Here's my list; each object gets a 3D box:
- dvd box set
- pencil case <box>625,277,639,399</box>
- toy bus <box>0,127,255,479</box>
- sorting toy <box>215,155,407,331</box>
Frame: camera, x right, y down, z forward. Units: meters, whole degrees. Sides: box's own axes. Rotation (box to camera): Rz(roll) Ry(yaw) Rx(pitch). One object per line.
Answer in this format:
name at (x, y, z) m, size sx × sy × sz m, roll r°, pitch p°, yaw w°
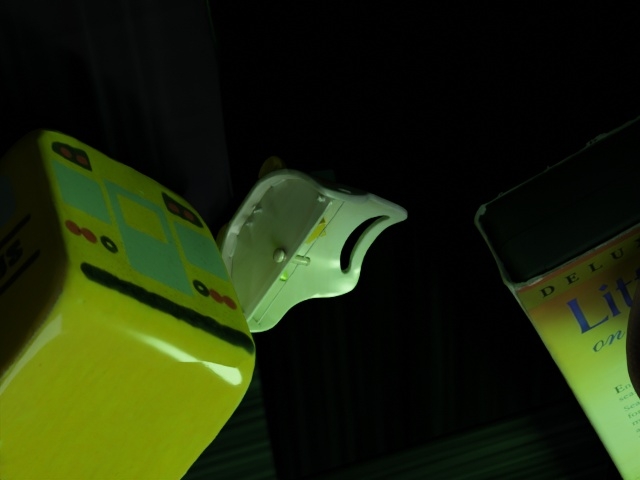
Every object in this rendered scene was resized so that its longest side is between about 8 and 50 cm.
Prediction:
dvd box set at (0.290, 0.047, 0.886) m, size 0.307 × 0.062 × 0.420 m, roll -30°, pitch 137°, yaw 6°
pencil case at (0.315, 0.068, 0.759) m, size 0.386 × 0.167 × 0.160 m, roll 17°, pitch 161°, yaw -36°
toy bus at (-0.179, 0.116, 0.690) m, size 0.332 × 0.130 × 0.108 m, roll -44°, pitch 135°, yaw 20°
sorting toy at (0.000, 0.000, 0.726) m, size 0.075 × 0.045 × 0.083 m, roll 10°, pitch 127°, yaw -41°
